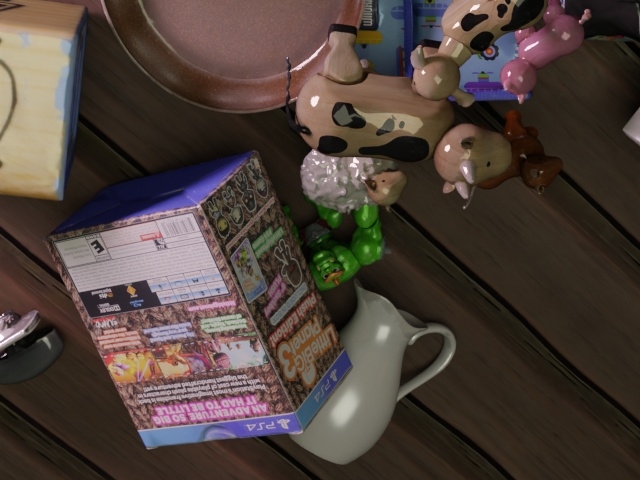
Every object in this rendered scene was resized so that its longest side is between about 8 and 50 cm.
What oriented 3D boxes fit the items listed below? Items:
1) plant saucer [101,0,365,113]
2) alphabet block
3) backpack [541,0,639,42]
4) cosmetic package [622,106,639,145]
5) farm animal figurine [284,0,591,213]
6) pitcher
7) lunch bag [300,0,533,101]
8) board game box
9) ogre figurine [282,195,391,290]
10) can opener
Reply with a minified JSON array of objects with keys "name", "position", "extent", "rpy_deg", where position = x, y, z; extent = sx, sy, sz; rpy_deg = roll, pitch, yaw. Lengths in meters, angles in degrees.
[{"name":"plant saucer","position":[-0.096,-0.296,1.684],"extent":[0.310,0.050,0.311],"rpy_deg":[5,113,13]},{"name":"alphabet block","position":[-0.365,-0.165,1.666],"extent":[0.197,0.193,0.192],"rpy_deg":[6,106,-7]},{"name":"backpack","position":[0.348,-0.330,1.661],"extent":[0.191,0.253,0.225],"rpy_deg":[14,111,38]},{"name":"cosmetic package","position":[0.540,-0.202,1.723],"extent":[0.197,0.155,0.365],"rpy_deg":[21,108,-48]},{"name":"farm animal figurine","position":[0.119,-0.140,1.575],"extent":[0.326,0.172,0.330],"rpy_deg":[-3,138,10]},{"name":"pitcher","position":[0.064,0.173,1.862],"extent":[0.177,0.125,0.207],"rpy_deg":[26,94,-30]},{"name":"lunch bag","position":[0.089,-0.275,1.723],"extent":[0.293,0.138,0.221],"rpy_deg":[-2,110,8]},{"name":"board game box","position":[-0.136,0.073,1.739],"extent":[0.232,0.141,0.291],"rpy_deg":[-10,113,33]},{"name":"ogre figurine","position":[0.000,0.000,1.809],"extent":[0.197,0.097,0.118],"rpy_deg":[-32,90,-10]},{"name":"can opener","position":[-0.442,0.177,1.831],"extent":[0.283,0.076,0.095],"rpy_deg":[-32,107,7]}]
